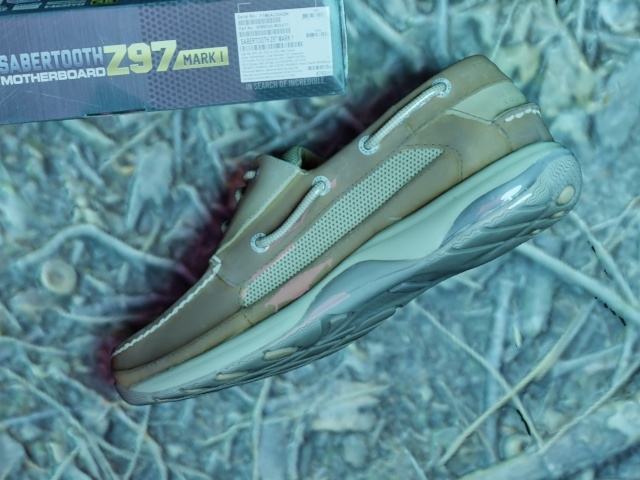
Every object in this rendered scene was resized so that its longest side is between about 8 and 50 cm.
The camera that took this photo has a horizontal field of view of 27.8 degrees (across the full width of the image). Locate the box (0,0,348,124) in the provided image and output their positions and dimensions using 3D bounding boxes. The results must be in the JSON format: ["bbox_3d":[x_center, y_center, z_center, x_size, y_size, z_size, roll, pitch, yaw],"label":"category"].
[{"bbox_3d":[-0.106,-0.117,0.700,0.232,0.183,0.059,-4,110,-1],"label":"box"}]

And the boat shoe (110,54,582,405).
[{"bbox_3d":[0.000,0.000,0.801,0.324,0.123,0.116,-30,76,17],"label":"boat shoe"}]
